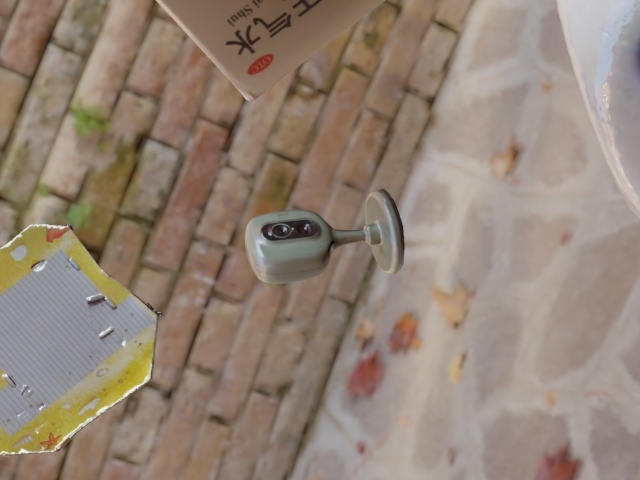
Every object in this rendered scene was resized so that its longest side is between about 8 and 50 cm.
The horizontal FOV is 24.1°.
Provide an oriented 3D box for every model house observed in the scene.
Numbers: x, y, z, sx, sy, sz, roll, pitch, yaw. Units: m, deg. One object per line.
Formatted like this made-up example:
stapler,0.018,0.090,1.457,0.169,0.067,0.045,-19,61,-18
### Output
model house,-0.276,0.123,1.475,0.219,0.207,0.136,-42,-15,-19

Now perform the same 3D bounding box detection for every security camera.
security camera,0.000,0.000,0.926,0.058,0.092,0.058,170,90,-74

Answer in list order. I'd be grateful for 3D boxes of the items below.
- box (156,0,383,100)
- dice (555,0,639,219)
box,-0.011,-0.207,0.818,0.212,0.168,0.095,-37,40,10
dice,0.363,-0.187,1.201,0.304,0.277,0.304,-18,25,19
